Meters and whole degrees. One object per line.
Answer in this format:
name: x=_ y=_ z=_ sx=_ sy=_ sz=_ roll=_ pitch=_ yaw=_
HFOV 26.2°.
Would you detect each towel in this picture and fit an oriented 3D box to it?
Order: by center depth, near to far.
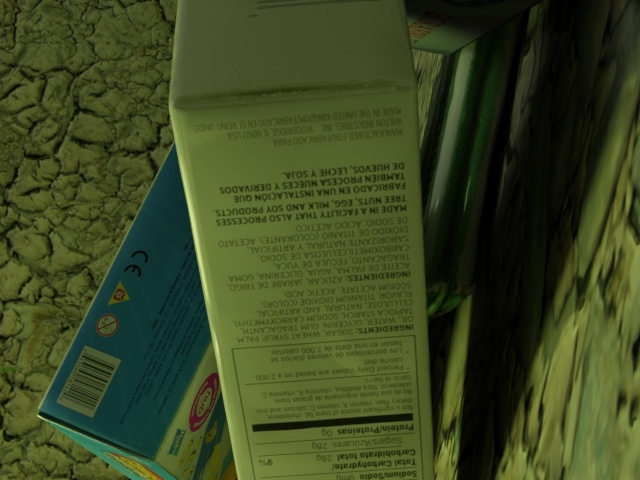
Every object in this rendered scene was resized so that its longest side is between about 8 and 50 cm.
towel: x=0.092 y=-0.052 z=0.975 sx=0.325 sy=0.038 sz=0.248 roll=95 pitch=-174 yaw=-79

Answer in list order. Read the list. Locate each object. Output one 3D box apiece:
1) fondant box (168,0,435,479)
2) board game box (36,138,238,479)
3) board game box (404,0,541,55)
fondant box: x=0.000 y=0.000 z=0.679 sx=0.238 sy=0.096 sz=0.330 roll=-93 pitch=-2 yaw=-51
board game box: x=-0.047 y=0.040 z=0.989 sx=0.308 sy=0.086 sz=0.302 roll=-65 pitch=-18 yaw=-15
board game box: x=0.100 y=-0.272 z=0.694 sx=0.318 sy=0.066 sz=0.318 roll=-172 pitch=92 yaw=-83
